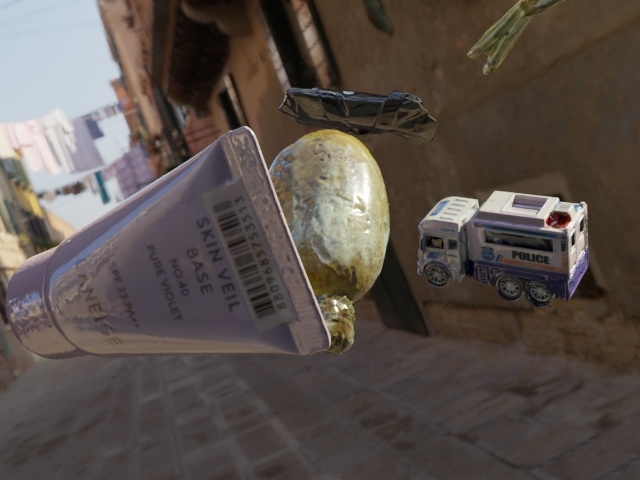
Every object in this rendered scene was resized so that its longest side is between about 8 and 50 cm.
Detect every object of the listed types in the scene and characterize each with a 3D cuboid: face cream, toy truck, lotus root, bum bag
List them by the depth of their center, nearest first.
[{"bbox_3d":[-0.119,0.028,0.611,0.274,0.154,0.096,-16,4,38],"label":"face cream"},{"bbox_3d":[0.000,0.000,0.636,0.088,0.192,0.113,26,-46,-29],"label":"lotus root"},{"bbox_3d":[0.044,-0.157,1.001,0.197,0.049,0.087,9,-15,15],"label":"bum bag"},{"bbox_3d":[0.291,0.000,1.366,0.268,0.155,0.124,10,35,30],"label":"toy truck"}]

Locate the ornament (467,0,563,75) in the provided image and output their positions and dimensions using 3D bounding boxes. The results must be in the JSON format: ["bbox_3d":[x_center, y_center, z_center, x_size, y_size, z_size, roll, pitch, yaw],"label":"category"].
[{"bbox_3d":[0.287,-0.318,1.097,0.180,0.059,0.201,-50,4,-42],"label":"ornament"}]
